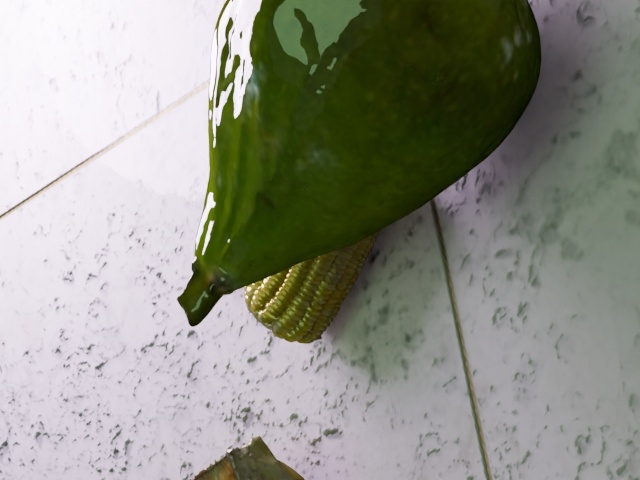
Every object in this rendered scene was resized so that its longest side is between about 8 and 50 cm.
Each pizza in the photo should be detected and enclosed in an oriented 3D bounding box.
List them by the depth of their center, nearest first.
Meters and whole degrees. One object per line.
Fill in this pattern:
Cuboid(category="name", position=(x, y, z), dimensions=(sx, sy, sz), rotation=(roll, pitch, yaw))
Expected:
Cuboid(category="pizza", position=(-0.035, 0.252, 1.372), dimensions=(0.204, 0.080, 0.188), rotation=(66, 154, 16))

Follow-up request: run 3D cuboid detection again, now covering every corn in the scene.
Cuboid(category="corn", position=(0.000, 0.000, 1.362), dimensions=(0.165, 0.063, 0.085), rotation=(-63, 36, 20))

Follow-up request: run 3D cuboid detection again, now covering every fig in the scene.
Cuboid(category="fig", position=(-0.004, -0.110, 1.220), dimensions=(0.314, 0.233, 0.233), rotation=(-27, 63, 10))
